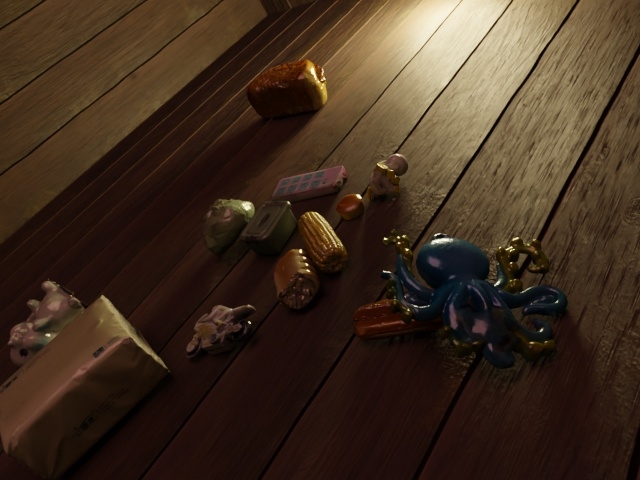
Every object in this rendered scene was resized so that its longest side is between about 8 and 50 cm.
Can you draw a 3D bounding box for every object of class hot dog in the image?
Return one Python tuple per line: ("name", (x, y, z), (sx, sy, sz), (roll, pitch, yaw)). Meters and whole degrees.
("hot dog", (-0.127, -0.681, 2.242), (0.405, 0.185, 0.223), (3, 49, 39))
("hot dog", (0.181, 0.163, 1.074), (0.236, 0.062, 0.092), (-11, 48, 24))

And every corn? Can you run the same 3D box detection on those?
("corn", (0.000, 0.000, 1.387), (0.093, 0.093, 0.244), (-33, 35, 0))

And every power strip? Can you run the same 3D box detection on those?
("power strip", (-0.041, -0.184, 1.694), (0.279, 0.037, 0.109), (-8, 41, 31))

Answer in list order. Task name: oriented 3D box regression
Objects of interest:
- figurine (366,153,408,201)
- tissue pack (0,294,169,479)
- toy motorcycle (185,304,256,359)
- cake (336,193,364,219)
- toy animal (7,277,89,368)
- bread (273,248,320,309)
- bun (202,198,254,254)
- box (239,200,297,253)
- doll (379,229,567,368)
("figurine", (0.192, -0.200, 1.493), (0.130, 0.109, 0.178), (-31, 24, 43))
("tissue pack", (-0.626, 0.372, 1.321), (0.380, 0.207, 0.297), (-45, 37, -18))
("toy motorcycle", (-0.265, 0.230, 1.334), (0.229, 0.074, 0.151), (-26, 39, 26))
("cake", (0.088, -0.100, 1.485), (0.084, 0.044, 0.084), (-20, 38, 17))
("toy animal", (-0.901, 0.284, 1.684), (0.289, 0.174, 0.249), (-38, 47, -10))
("bread", (-0.061, 0.098, 1.314), (0.119, 0.084, 0.177), (-44, 33, 18))
("bun", (-0.308, -0.062, 1.627), (0.212, 0.126, 0.203), (-43, 20, 35))
("box", (-0.152, -0.033, 1.548), (0.124, 0.092, 0.172), (2, 47, 38))
("doll", (0.294, 0.103, 0.991), (0.346, 0.098, 0.341), (-5, 48, -4))
